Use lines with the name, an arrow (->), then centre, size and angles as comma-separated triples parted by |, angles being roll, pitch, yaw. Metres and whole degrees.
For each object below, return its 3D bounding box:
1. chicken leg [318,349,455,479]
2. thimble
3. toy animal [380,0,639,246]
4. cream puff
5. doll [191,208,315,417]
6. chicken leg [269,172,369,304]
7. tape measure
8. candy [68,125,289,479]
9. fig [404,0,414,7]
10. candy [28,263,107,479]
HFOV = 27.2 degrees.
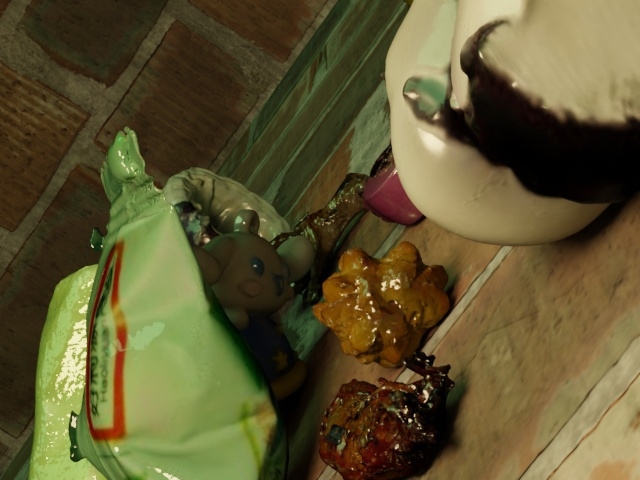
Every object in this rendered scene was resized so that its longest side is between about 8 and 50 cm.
chicken leg -> 0.047, 0.147, 1.063 | 0.105, 0.063, 0.234 | -56, 9, -23
thimble -> -0.149, 0.011, 1.844 | 0.150, 0.237, 0.237 | -52, 12, 24
toy animal -> 0.164, -0.115, 0.932 | 0.251, 0.251, 0.310 | -59, 1, -13
cream puff -> 0.058, 0.056, 1.187 | 0.094, 0.122, 0.116 | 132, 128, -70
doll -> -0.096, 0.093, 1.496 | 0.160, 0.242, 0.311 | -14, 9, 27
chicken leg -> -0.004, 0.000, 1.694 | 0.196, 0.080, 0.125 | -52, 20, -16
tape measure -> 0.096, -0.076, 1.454 | 0.118, 0.074, 0.125 | -62, 10, -23
candy -> -0.141, 0.102, 1.242 | 0.172, 0.397, 0.263 | -12, -2, -28
fig -> 0.182, -0.371, 1.745 | 0.148, 0.142, 0.186 | 50, 122, 51
candy -> -0.234, 0.201, 1.419 | 0.132, 0.142, 0.343 | -13, 67, 33
